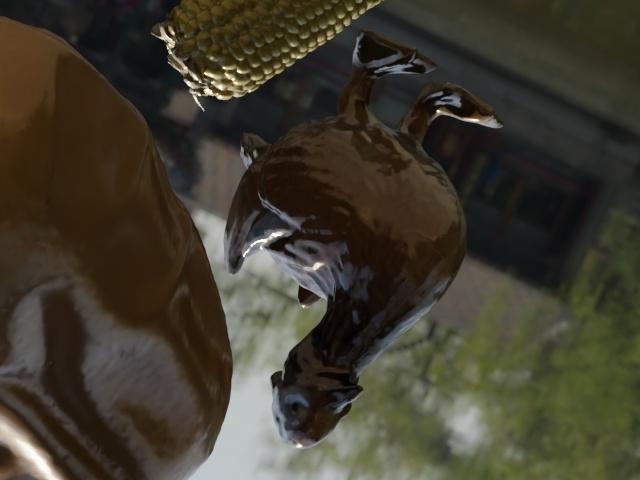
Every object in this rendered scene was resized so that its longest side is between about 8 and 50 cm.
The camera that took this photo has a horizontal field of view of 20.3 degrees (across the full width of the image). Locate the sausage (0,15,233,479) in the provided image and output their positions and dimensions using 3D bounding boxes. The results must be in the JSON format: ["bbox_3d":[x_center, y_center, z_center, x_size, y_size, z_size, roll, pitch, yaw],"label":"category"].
[{"bbox_3d":[-0.110,0.021,0.605,0.136,0.120,0.241,2,145,13],"label":"sausage"}]

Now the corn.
[{"bbox_3d":[0.002,-0.228,1.567,0.106,0.305,0.106,58,177,6],"label":"corn"}]

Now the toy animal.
[{"bbox_3d":[0.000,0.000,0.810,0.089,0.179,0.188,28,173,-31],"label":"toy animal"}]
